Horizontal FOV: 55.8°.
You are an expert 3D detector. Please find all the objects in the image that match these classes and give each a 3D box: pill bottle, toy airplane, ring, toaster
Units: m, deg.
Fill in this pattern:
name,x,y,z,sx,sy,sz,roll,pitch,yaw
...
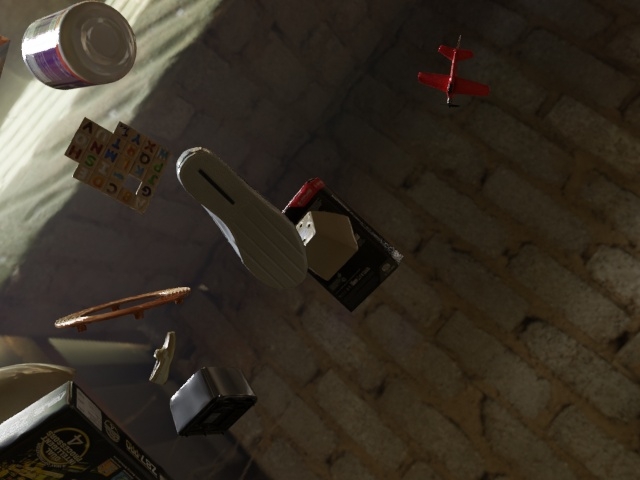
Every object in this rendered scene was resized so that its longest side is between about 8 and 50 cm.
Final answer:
name,x,y,z,sx,sy,sz,roll,pitch,yaw
pill bottle,-0.593,-0.458,1.454,0.323,0.181,0.181,9,162,45
toy airplane,0.267,-0.330,1.203,0.151,0.151,0.028,38,-133,-3
ring,-0.493,0.176,1.535,0.336,0.337,0.032,-63,-39,-84
toaster,-0.273,0.416,1.569,0.168,0.185,0.110,18,-149,-52

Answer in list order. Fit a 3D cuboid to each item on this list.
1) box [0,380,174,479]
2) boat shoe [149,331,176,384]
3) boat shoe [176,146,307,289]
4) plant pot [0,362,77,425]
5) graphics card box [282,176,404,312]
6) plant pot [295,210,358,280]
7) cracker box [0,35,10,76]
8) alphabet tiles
name,x,y,z,sx,sy,sz,roll,pitch,yaw
box,-0.529,0.516,1.250,0.394,0.318,0.097,62,175,-32
boat shoe,-0.400,0.296,1.534,0.045,0.135,0.050,15,166,-21
boat shoe,-0.139,-0.052,1.147,0.335,0.121,0.119,53,-178,-25
plant pot,-0.742,0.413,1.456,0.191,0.284,0.284,25,-170,-15
graphics card box,0.042,0.014,1.852,0.371,0.232,0.094,43,-155,3
plant pot,0.000,0.000,1.282,0.096,0.109,0.109,25,-147,-30
cracker box,-0.991,-0.477,1.763,0.067,0.232,0.155,24,-152,-16
alphabet tiles,-0.522,-0.208,1.558,0.237,0.198,0.009,31,154,-28
